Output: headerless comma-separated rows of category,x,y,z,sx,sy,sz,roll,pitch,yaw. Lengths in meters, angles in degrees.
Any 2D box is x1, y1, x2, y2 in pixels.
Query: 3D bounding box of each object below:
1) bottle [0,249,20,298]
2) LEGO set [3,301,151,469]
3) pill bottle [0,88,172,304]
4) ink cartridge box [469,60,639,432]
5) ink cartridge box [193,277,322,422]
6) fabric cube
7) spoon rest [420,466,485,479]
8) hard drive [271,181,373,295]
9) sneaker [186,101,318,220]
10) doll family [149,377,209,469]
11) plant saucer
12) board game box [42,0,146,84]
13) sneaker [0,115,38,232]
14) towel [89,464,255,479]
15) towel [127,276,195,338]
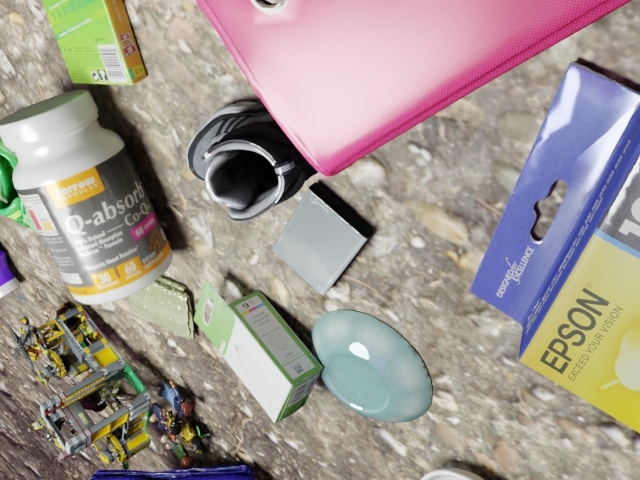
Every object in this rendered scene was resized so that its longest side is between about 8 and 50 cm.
bottle,-0.711,-0.006,1.438,0.118,0.092,0.283,-23,105,47
LEGO set,-0.470,0.293,1.345,0.331,0.192,0.255,52,145,13
pill bottle,-0.334,-0.061,1.031,0.162,0.162,0.278,2,122,39
ink cartridge box,0.301,0.039,0.652,0.307,0.072,0.303,28,136,17
ink cartridge box,-0.095,0.149,1.053,0.209,0.062,0.109,47,141,23
fabric cube,0.080,-0.238,0.478,0.258,0.259,0.254,-26,102,47
spoon rest,0.185,0.419,1.026,0.137,0.084,0.276,28,136,20
hard drive,0.000,0.000,0.904,0.094,0.022,0.135,42,138,7
sneaker,-0.094,-0.091,0.813,0.269,0.153,0.101,-7,116,43
doll family,-0.263,0.343,1.344,0.111,0.076,0.193,24,142,51
plant saucer,0.058,0.184,0.987,0.195,0.037,0.195,22,133,25
board game box,-0.308,-0.323,0.903,0.124,0.039,0.259,10,129,34
sneaker,-0.454,-0.052,1.166,0.109,0.123,0.295,-10,115,43
towel,-0.263,0.491,1.360,0.308,0.076,0.227,0,140,2
towel,-0.270,0.101,1.203,0.148,0.027,0.110,21,131,27
